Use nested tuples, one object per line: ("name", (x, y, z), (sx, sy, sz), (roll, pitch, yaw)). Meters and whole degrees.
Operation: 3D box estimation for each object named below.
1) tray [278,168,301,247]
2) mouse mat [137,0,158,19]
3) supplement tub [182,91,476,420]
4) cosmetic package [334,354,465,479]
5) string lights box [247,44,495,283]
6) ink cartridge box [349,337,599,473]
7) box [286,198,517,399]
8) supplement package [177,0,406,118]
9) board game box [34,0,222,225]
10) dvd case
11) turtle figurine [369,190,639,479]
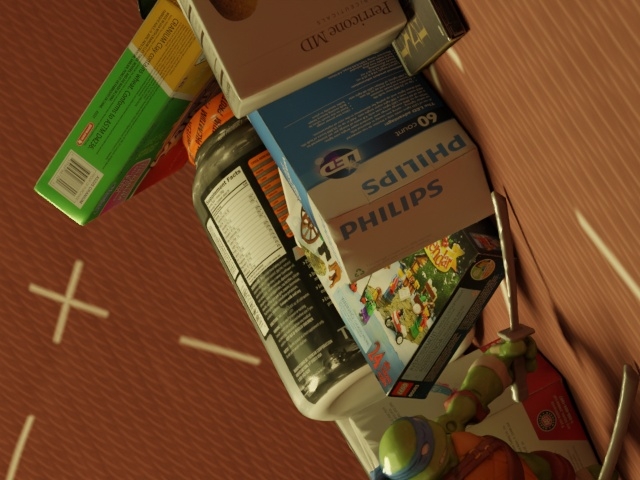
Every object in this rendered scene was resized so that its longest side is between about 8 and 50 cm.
("tray", (0.001, -0.126, 1.660), (0.145, 0.030, 0.270), (-1, 105, 53))
("mouse mat", (-0.138, -0.328, 1.748), (0.007, 0.189, 0.152), (22, 148, 19))
("supplement tub", (0.000, 0.000, 1.834), (0.338, 0.207, 0.207), (62, 176, 18))
("cosmetic package", (0.139, 0.251, 1.936), (0.230, 0.161, 0.453), (60, 176, -14))
("string lights box", (0.024, -0.094, 1.444), (0.259, 0.133, 0.076), (59, 173, 46))
("ink cartridge box", (0.136, 0.188, 1.546), (0.128, 0.176, 0.127), (65, 175, -22))
("box", (0.062, -0.002, 1.511), (0.159, 0.044, 0.233), (-61, 40, 28))
("supplement package", (-0.053, -0.230, 1.284), (0.244, 0.139, 0.134), (63, 176, 0))
("board game box", (-0.155, -0.157, 1.842), (0.064, 0.242, 0.316), (38, -161, 3))
("dvd case", (0.046, -0.205, 1.278), (0.164, 0.018, 0.221), (63, 176, -1))
("turtle figurine", (0.184, 0.161, 1.327), (0.198, 0.274, 0.266), (25, 169, 46))
